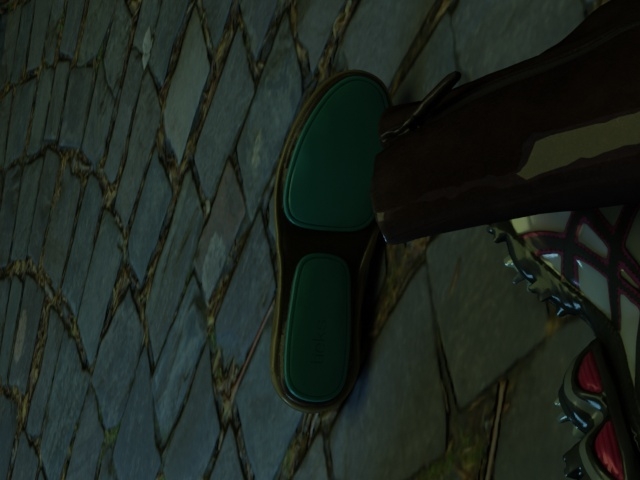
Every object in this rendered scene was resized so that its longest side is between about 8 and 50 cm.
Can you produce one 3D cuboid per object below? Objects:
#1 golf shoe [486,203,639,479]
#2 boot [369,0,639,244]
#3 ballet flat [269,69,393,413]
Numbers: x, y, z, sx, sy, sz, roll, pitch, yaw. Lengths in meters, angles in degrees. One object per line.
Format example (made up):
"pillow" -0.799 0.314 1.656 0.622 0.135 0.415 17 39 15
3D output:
"golf shoe" 0.151 0.007 0.740 0.120 0.105 0.273 -44 42 28
"boot" 0.122 -0.029 0.628 0.248 0.207 0.090 -82 -30 -67
"ballet flat" 0.000 0.000 1.127 0.073 0.080 0.232 168 113 -83
